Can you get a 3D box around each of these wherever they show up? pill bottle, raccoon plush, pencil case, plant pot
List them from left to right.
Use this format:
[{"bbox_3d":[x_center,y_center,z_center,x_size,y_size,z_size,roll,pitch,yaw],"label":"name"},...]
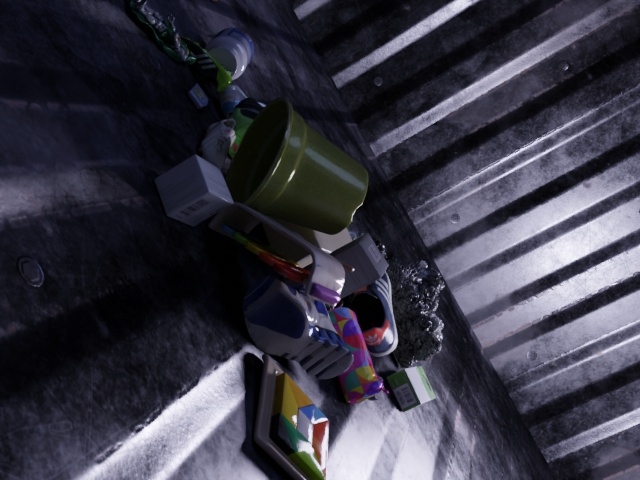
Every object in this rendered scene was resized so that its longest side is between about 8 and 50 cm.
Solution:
[{"bbox_3d":[-0.259,-0.514,2.093,0.124,0.124,0.221,55,17,-19],"label":"pill bottle"},{"bbox_3d":[-0.042,-0.140,1.695,0.254,0.276,0.276,26,31,-25],"label":"plant pot"},{"bbox_3d":[0.073,0.276,1.801,0.104,0.104,0.236,29,34,-62],"label":"pencil case"},{"bbox_3d":[0.200,0.200,2.322,0.446,0.216,0.299,25,43,-14],"label":"raccoon plush"}]

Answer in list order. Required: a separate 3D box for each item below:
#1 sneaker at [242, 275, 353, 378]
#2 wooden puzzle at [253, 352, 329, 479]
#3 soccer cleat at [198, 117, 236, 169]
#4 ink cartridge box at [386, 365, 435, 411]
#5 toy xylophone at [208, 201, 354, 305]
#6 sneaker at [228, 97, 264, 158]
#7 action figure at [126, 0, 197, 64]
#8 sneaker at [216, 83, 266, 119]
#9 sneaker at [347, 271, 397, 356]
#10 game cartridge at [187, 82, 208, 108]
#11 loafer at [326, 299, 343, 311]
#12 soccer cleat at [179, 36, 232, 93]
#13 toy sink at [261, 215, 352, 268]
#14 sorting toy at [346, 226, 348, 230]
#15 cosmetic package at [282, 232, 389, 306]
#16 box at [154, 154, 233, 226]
[{"bbox_3d":[-0.063,0.155,1.577,0.315,0.127,0.182,46,13,-44],"label":"sneaker"},{"bbox_3d":[-0.042,0.350,1.409,0.221,0.044,0.238,52,18,-28],"label":"wooden puzzle"},{"bbox_3d":[-0.236,-0.230,1.756,0.068,0.076,0.196,51,18,-30],"label":"soccer cleat"},{"bbox_3d":[0.268,0.431,2.199,0.109,0.062,0.209,65,16,15],"label":"ink cartridge box"},{"bbox_3d":[-0.065,0.026,1.533,0.323,0.081,0.236,33,4,43],"label":"toy xylophone"},{"bbox_3d":[-0.058,-0.226,2.028,0.483,0.185,0.202,37,36,-45],"label":"sneaker"},{"bbox_3d":[-0.378,-0.510,1.841,0.232,0.063,0.137,46,18,-52],"label":"action figure"},{"bbox_3d":[-0.199,-0.338,2.066,0.229,0.087,0.092,24,46,-54],"label":"sneaker"},{"bbox_3d":[0.128,0.148,2.127,0.148,0.131,0.350,49,19,-49],"label":"sneaker"},{"bbox_3d":[-0.305,-0.359,1.881,0.056,0.017,0.083,59,16,-21],"label":"game cartridge"},{"bbox_3d":[0.033,0.175,1.914,0.170,0.061,0.062,47,20,-42],"label":"loafer"},{"bbox_3d":[-0.311,-0.459,1.957,0.179,0.072,0.060,40,-8,-2],"label":"soccer cleat"},{"bbox_3d":[-0.024,0.008,1.907,0.234,0.131,0.153,20,43,-60],"label":"toy sink"},{"bbox_3d":[0.000,0.000,2.109,0.126,0.127,0.365,21,28,-18],"label":"sorting toy"},{"bbox_3d":[0.024,0.085,1.727,0.107,0.238,0.127,57,19,-3],"label":"cosmetic package"},{"bbox_3d":[-0.243,-0.094,1.450,0.087,0.101,0.102,66,15,20],"label":"box"}]
